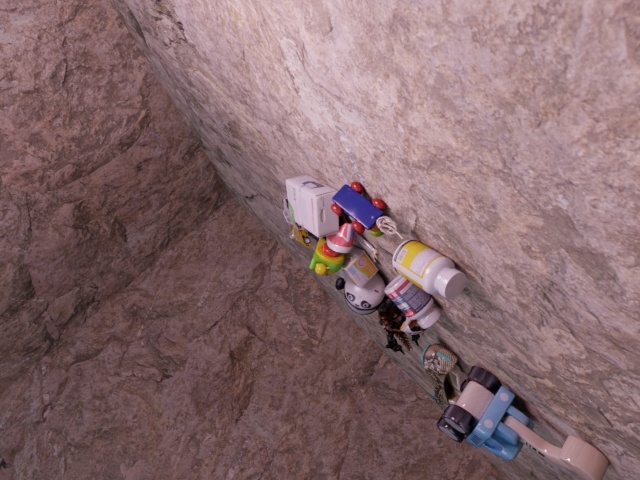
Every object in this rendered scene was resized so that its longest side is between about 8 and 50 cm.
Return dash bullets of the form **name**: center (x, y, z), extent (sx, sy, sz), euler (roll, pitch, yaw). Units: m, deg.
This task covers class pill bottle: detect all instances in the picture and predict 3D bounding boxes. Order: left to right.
- **pill bottle**: center (0.308, 0.198, 1.516), extent (0.180, 0.108, 0.108), euler (47, 170, 0)
- **pill bottle**: center (0.278, 0.075, 1.178), extent (0.184, 0.103, 0.103), euler (36, 165, 49)

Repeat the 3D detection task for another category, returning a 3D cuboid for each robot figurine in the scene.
- **robot figurine**: center (0.183, 0.219, 1.921), extent (0.278, 0.209, 0.174), euler (81, 171, -73)

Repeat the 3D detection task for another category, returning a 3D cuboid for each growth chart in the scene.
- **growth chart**: center (0.154, 0.026, 1.755), extent (0.172, 0.021, 0.237), euler (45, 170, 11)

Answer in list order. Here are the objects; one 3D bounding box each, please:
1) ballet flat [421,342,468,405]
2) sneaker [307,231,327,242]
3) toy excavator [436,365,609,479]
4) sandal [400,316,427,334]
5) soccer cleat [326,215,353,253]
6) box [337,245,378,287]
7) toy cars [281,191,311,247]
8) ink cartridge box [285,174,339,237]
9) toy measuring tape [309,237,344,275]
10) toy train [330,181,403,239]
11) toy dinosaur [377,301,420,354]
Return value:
- **ballet flat**: center (0.554, 0.603, 1.942), extent (0.182, 0.164, 0.483), euler (23, 153, 38)
- **sneaker**: center (0.002, -0.002, 2.204), extent (0.089, 0.051, 0.170), euler (58, 163, -27)
- **toy excavator**: center (0.654, 0.635, 1.531), extent (0.445, 0.222, 0.433), euler (32, 157, 23)
- **sandal**: center (0.365, 0.311, 1.725), extent (0.076, 0.102, 0.265), euler (47, 168, 21)
- **soccer cleat**: center (0.044, -0.065, 1.703), extent (0.108, 0.117, 0.318), euler (7, -157, -23)
- **box**: center (0.114, 0.088, 1.798), extent (0.114, 0.103, 0.203), euler (52, 168, -27)
- **toy cars**: center (-0.134, -0.084, 2.260), extent (0.177, 0.087, 0.394), euler (61, 176, 25)
- **ink cartridge box**: center (-0.029, -0.123, 1.591), extent (0.212, 0.093, 0.155), euler (36, 137, 53)
- **toy measuring tape**: center (0.038, 0.038, 1.743), extent (0.121, 0.121, 0.330), euler (51, -155, -17)
- **toy train**: center (0.151, -0.047, 1.289), extent (0.248, 0.105, 0.143), euler (42, 179, 29)
- **toy dinosaur**: center (0.351, 0.386, 2.081), extent (0.321, 0.164, 0.218), euler (33, -167, -27)
